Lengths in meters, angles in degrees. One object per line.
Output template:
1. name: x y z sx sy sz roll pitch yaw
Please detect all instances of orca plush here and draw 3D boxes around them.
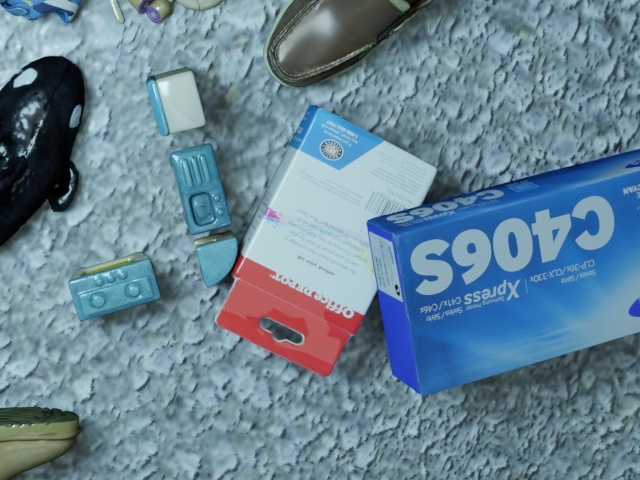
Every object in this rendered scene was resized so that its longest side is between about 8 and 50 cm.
1. orca plush: -0.327 -0.054 1.583 0.287 0.102 0.151 -37 100 -1

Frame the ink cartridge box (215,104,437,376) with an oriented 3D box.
1. ink cartridge box: 0.000 0.000 1.641 0.134 0.078 0.231 27 93 -11

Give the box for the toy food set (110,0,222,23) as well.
1. toy food set: -0.145 -0.252 1.622 0.122 0.019 0.078 -18 99 -5

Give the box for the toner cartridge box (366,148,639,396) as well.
1. toner cartridge box: 0.228 0.021 1.633 0.348 0.075 0.165 -15 108 -16

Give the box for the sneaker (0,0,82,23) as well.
1. sneaker: -0.285 -0.235 1.574 0.144 0.053 0.059 3 112 -31

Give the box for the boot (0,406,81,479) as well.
1. boot: -0.333 0.303 1.639 0.236 0.089 0.269 -6 97 6

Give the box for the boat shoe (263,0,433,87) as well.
1. boat shoe: 0.054 -0.240 1.610 0.257 0.095 0.095 -40 100 -1

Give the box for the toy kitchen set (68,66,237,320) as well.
1. toy kitchen set: -0.175 -0.043 1.593 0.166 0.122 0.207 -15 98 -5
